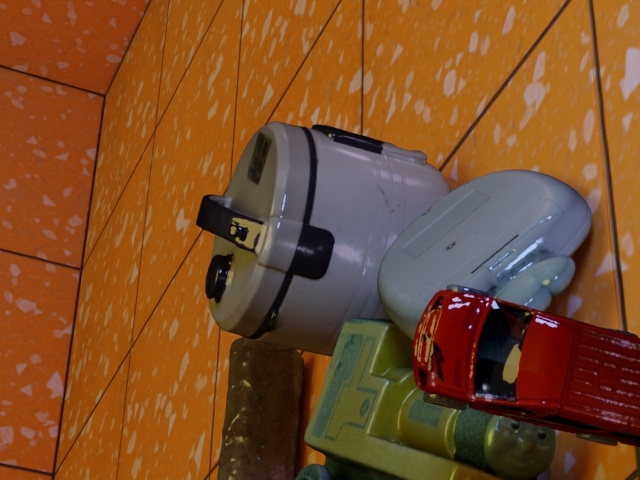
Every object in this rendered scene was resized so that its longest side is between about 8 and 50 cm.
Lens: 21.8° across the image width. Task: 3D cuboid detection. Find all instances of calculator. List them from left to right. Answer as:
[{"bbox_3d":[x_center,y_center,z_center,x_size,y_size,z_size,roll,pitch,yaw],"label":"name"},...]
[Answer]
[{"bbox_3d":[0.132,0.010,1.382,0.184,0.042,0.295,-39,17,-3],"label":"calculator"}]

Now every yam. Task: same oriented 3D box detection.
[{"bbox_3d":[-0.071,0.237,1.885,0.093,0.093,0.259,131,149,-55],"label":"yam"}]

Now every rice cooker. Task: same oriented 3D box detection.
[{"bbox_3d":[0.000,0.000,1.612,0.226,0.244,0.226,-169,90,-74],"label":"rice cooker"}]

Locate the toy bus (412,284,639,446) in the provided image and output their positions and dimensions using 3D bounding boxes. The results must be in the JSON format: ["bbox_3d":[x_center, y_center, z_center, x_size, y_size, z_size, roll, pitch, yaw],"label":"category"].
[{"bbox_3d":[0.160,0.087,1.112,0.089,0.195,0.081,175,109,-68],"label":"toy bus"}]

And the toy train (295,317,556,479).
[{"bbox_3d":[0.090,0.187,1.354,0.369,0.150,0.237,1,70,71],"label":"toy train"}]
